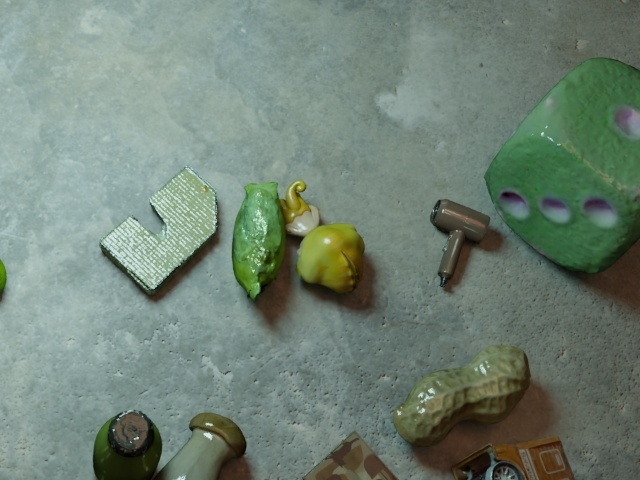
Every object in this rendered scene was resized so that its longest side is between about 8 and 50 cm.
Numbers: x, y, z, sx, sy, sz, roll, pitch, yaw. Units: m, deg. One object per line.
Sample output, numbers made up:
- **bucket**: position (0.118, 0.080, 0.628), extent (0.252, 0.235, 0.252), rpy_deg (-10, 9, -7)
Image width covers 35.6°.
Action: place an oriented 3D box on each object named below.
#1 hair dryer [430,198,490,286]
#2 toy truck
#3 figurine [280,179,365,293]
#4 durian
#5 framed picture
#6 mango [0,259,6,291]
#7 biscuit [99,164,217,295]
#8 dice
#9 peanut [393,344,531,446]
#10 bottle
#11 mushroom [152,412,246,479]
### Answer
- **hair dryer**: position (0.268, 0.011, 2.036), extent (0.117, 0.064, 0.182), rpy_deg (21, 69, -3)
- **toy truck**: position (0.391, 0.550, 1.763), extent (0.207, 0.173, 0.388), rpy_deg (-6, 65, -26)
- **figurine**: position (0.000, 0.000, 1.947), extent (0.156, 0.131, 0.246), rpy_deg (-34, 64, -19)
- **durian**: position (-0.120, 0.005, 1.899), extent (0.101, 0.139, 0.250), rpy_deg (5, 71, 4)
- **framed picture**: position (0.081, 0.464, 1.815), extent (0.136, 0.010, 0.201), rpy_deg (-38, 79, -25)
- **mango**: position (-0.651, 0.058, 1.786), extent (0.163, 0.089, 0.117), rpy_deg (-9, 60, -29)
- **biscuit**: position (-0.293, -0.023, 1.922), extent (0.147, 0.046, 0.250), rpy_deg (40, 65, 7)
- **dice**: position (0.549, -0.146, 2.023), extent (0.322, 0.330, 0.318), rpy_deg (43, 60, 8)
- **peanut**: position (0.270, 0.295, 1.876), extent (0.298, 0.120, 0.136), rpy_deg (-20, 68, -18)
- **bottle**: position (-0.316, 0.341, 1.636), extent (0.112, 0.260, 0.112), rpy_deg (5, 66, -11)
- **mushroom**: position (-0.241, 0.450, 1.687), extent (0.128, 0.128, 0.350), rpy_deg (30, 59, 1)
